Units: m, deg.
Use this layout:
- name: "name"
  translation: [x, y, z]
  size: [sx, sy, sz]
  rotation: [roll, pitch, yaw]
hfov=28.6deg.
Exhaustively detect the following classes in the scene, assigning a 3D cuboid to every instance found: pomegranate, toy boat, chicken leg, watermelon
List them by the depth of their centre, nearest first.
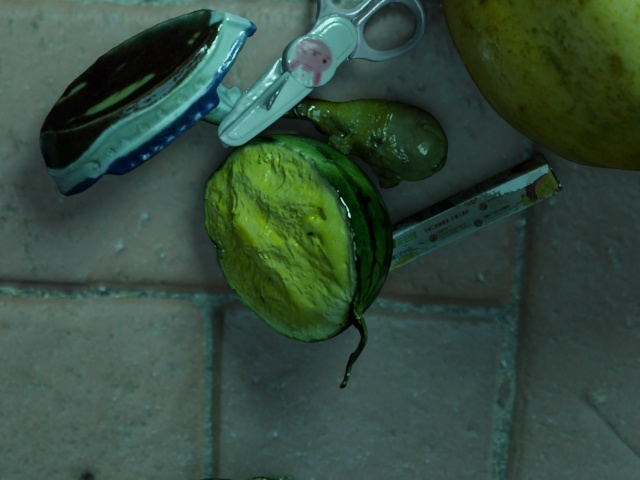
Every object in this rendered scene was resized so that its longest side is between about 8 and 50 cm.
- name: "pomegranate"
  translation: [0.311, -0.222, 1.045]
  size: [0.417, 0.416, 0.416]
  rotation: [0, 110, 0]
- name: "toy boat"
  translation: [-0.163, -0.128, 1.240]
  size: [0.262, 0.114, 0.115]
  rotation: [-30, 138, 9]
- name: "watermelon"
  translation: [-0.005, -0.006, 1.249]
  size: [0.232, 0.127, 0.204]
  rotation: [38, 129, 26]
- name: "chicken leg"
  translation: [0.041, -0.106, 1.267]
  size: [0.178, 0.070, 0.093]
  rotation: [19, 115, 1]

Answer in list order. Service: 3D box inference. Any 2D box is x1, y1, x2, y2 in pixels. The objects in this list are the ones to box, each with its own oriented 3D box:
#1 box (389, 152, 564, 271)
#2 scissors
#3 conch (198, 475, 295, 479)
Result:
- name: "box"
  translation: [0.148, -0.026, 1.299]
  size: [0.207, 0.050, 0.041]
  rotation: [-25, 106, 8]
- name: "scissors"
  translation: [-0.008, -0.175, 1.221]
  size: [0.242, 0.030, 0.118]
  rotation: [-45, 105, -7]
- name: "conch"
  translation: [-0.103, 0.338, 1.397]
  size: [0.181, 0.124, 0.187]
  rotation: [-14, 134, -5]
